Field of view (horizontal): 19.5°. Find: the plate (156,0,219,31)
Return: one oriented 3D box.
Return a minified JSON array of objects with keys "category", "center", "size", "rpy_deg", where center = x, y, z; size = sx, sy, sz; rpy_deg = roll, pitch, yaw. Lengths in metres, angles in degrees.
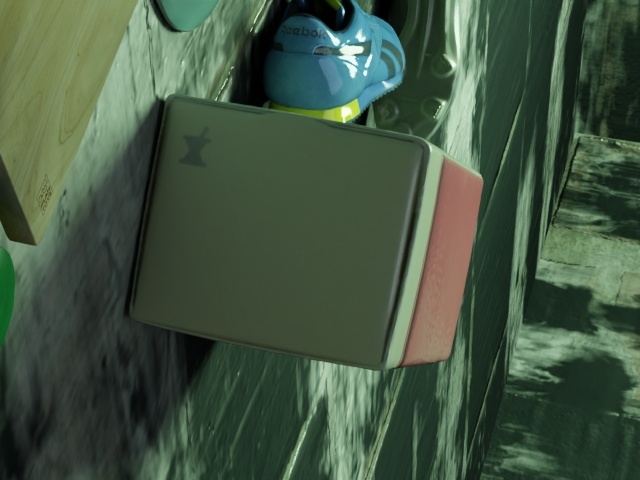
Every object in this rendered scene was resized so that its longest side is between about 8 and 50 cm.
[{"category":"plate","center":[-0.051,-0.202,0.983],"size":[0.188,0.024,0.188],"rpy_deg":[11,90,-77]}]

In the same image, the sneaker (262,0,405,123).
[{"category":"sneaker","center":[0.014,-0.136,1.233],"size":[0.209,0.069,0.082],"rpy_deg":[-49,143,-67]}]

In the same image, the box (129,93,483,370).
[{"category":"box","center":[0.000,0.000,1.082],"size":[0.232,0.148,0.127],"rpy_deg":[10,91,-77]}]

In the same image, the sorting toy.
[{"category":"sorting toy","center":[-0.117,-0.097,0.706],"size":[0.132,0.046,0.275],"rpy_deg":[81,23,-57]}]

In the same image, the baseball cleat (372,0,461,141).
[{"category":"baseball cleat","center":[0.089,-0.179,1.540],"size":[0.109,0.072,0.206],"rpy_deg":[-57,158,-77]}]
